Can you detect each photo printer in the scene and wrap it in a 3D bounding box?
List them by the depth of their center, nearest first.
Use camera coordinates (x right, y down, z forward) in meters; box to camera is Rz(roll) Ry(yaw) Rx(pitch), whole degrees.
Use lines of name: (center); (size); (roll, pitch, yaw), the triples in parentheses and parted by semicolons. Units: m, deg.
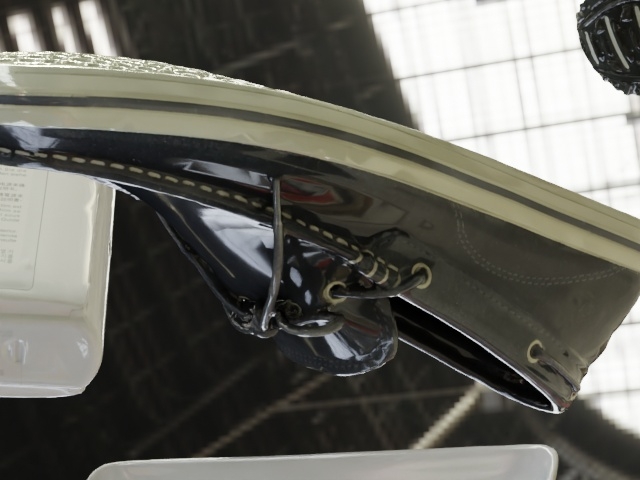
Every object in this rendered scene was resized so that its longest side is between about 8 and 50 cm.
photo printer: (-0.296, -0.007, 1.456); (0.307, 0.256, 0.107); (-96, 10, -54)

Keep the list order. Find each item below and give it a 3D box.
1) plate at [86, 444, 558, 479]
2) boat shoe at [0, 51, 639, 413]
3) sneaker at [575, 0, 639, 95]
plate: (-0.033, 0.209, 0.888); (0.278, 0.277, 0.045); (-65, -35, -52)
boat shoe: (0.000, 0.000, 1.097); (0.500, 0.187, 0.156); (18, -91, -35)
sneaker: (0.304, -0.175, 1.280); (0.108, 0.271, 0.100); (-32, -79, -49)
